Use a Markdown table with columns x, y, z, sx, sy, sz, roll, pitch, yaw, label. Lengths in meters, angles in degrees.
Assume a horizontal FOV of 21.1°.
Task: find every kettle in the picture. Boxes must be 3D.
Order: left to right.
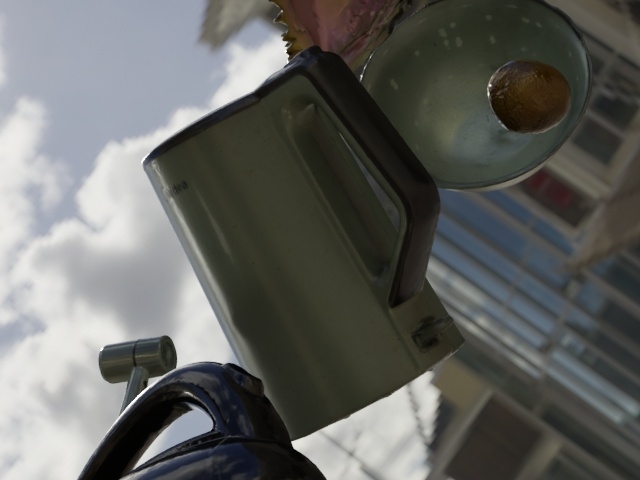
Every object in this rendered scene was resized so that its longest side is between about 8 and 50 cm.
| x | y | z | sx | sy | sz | roll | pitch | yaw | label |
| --- | --- | --- | --- | --- | --- | --- | --- | --- | --- |
| -0.116 | 0.238 | 1.325 | 0.207 | 0.268 | 0.290 | 19 | -55 | -42 | kettle |
| 0.000 | 0.000 | 1.962 | 0.250 | 0.377 | 0.361 | -27 | -2 | -38 | kettle |

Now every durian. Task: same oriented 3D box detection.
| x | y | z | sx | sy | sz | roll | pitch | yaw | label |
| --- | --- | --- | --- | --- | --- | --- | --- | --- | --- |
| 0.032 | -0.304 | 2.176 | 0.305 | 0.185 | 0.195 | -62 | -8 | 24 | durian |

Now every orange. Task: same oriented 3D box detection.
| x | y | z | sx | sy | sz | roll | pitch | yaw | label |
| --- | --- | --- | --- | --- | --- | --- | --- | --- | --- |
| 0.229 | -0.156 | 1.874 | 0.095 | 0.085 | 0.085 | 9 | -58 | -36 | orange |

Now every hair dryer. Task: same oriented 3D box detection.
| x | y | z | sx | sy | sz | roll | pitch | yaw | label |
| --- | --- | --- | --- | --- | --- | --- | --- | --- | --- |
| -0.215 | 0.169 | 1.943 | 0.137 | 0.082 | 0.047 | -82 | -27 | -43 | hair dryer |

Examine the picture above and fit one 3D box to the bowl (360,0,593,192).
| x | y | z | sx | sy | sz | roll | pitch | yaw | label |
| --- | --- | --- | --- | --- | --- | --- | --- | --- | --- |
| 0.217 | -0.166 | 2.277 | 0.313 | 0.313 | 0.146 | -51 | -33 | -14 | bowl |
